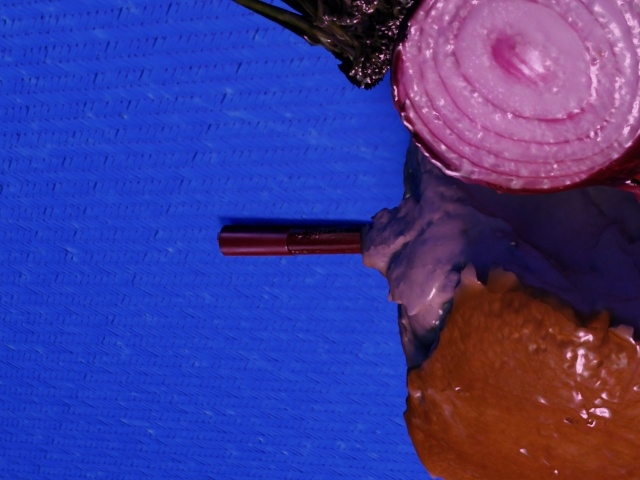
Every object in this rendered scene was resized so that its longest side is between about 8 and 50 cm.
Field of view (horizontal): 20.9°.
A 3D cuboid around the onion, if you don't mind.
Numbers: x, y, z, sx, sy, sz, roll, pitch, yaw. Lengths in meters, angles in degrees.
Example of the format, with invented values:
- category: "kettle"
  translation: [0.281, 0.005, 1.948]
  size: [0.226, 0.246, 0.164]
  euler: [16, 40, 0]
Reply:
- category: "onion"
  translation: [0.156, -0.096, 0.999]
  size: [0.218, 0.140, 0.195]
  euler: [42, 123, -4]

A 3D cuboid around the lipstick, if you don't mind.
- category: "lipstick"
  translation: [0.000, 0.000, 1.353]
  size: [0.176, 0.027, 0.027]
  euler: [0, 138, 29]

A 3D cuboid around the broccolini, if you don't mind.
- category: "broccolini"
  translation: [-0.028, -0.162, 1.122]
  size: [0.201, 0.074, 0.058]
  euler: [22, 163, 8]

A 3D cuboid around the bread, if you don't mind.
- category: "bread"
  translation: [0.166, 0.043, 1.126]
  size: [0.279, 0.225, 0.250]
  euler: [8, 140, 19]
